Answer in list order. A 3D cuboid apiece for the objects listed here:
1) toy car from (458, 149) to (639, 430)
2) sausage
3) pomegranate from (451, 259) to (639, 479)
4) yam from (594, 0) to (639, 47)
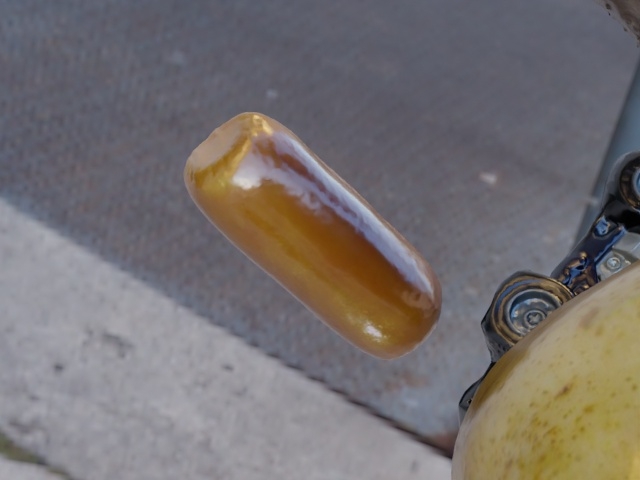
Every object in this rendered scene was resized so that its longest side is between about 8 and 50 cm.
[{"bbox_3d":[0.222,0.071,1.428,0.118,0.193,0.301,33,66,26],"label":"toy car"},{"bbox_3d":[0.000,0.001,1.582,0.274,0.105,0.105,43,23,-25],"label":"sausage"},{"bbox_3d":[0.250,0.190,1.140,0.416,0.417,0.417,11,33,-7],"label":"pomegranate"},{"bbox_3d":[0.217,-0.231,1.300,0.131,0.131,0.280,-17,58,-40],"label":"yam"}]
